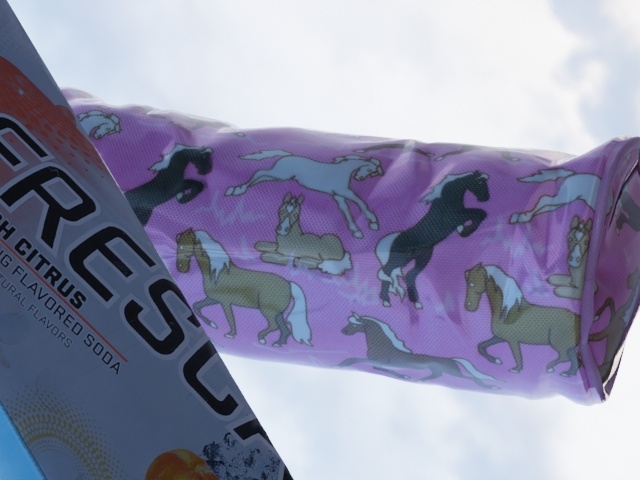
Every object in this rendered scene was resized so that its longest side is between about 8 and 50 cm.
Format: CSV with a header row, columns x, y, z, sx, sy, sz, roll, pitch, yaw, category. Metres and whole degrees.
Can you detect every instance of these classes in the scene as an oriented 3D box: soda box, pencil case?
x,y,z,sx,sy,sz,roll,pitch,yaw,category
-0.060,0.034,0.355,0.058,0.063,0.183,-31,-90,-52,soda box
0.000,0.000,1.038,0.160,0.386,0.167,69,-146,-52,pencil case
